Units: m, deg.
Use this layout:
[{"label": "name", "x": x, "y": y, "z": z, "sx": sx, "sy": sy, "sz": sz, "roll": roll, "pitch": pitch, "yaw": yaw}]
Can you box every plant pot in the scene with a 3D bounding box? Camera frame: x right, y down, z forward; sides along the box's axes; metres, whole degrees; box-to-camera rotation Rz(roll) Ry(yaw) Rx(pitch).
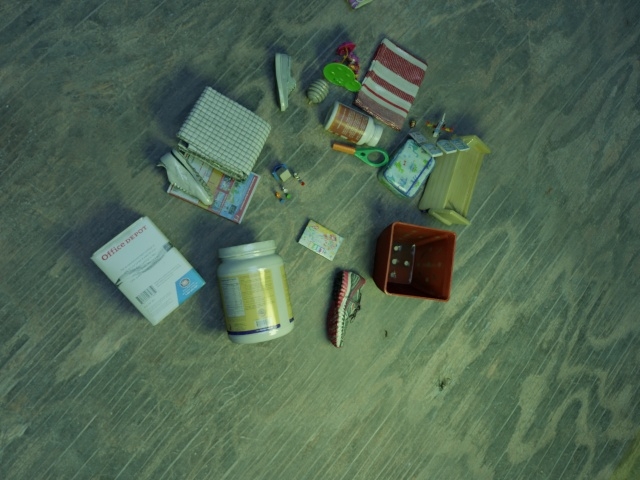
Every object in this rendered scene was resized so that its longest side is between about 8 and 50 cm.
[{"label": "plant pot", "x": 0.339, "y": 0.085, "z": 1.763, "sx": 0.268, "sy": 0.236, "sz": 0.267, "roll": 9, "pitch": 85, "yaw": -15}]

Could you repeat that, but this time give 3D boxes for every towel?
[{"label": "towel", "x": 0.298, "y": -0.654, "z": 1.881, "sx": 0.237, "sy": 0.037, "sz": 0.328, "roll": 26, "pitch": 81, "yaw": -14}, {"label": "towel", "x": -0.350, "y": -0.377, "z": 1.632, "sx": 0.284, "sy": 0.121, "sz": 0.234, "roll": 27, "pitch": 73, "yaw": -15}]

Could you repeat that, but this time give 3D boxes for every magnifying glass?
[{"label": "magnifying glass", "x": 0.162, "y": -0.352, "z": 1.815, "sx": 0.231, "sy": 0.092, "sz": 0.026, "roll": 15, "pitch": 55, "yaw": -4}]

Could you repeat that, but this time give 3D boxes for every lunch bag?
[{"label": "lunch bag", "x": 0.361, "y": -0.293, "z": 1.861, "sx": 0.176, "sy": 0.090, "sz": 0.219, "roll": 40, "pitch": 79, "yaw": -14}]

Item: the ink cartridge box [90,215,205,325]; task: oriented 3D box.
[{"label": "ink cartridge box", "x": -0.584, "y": 0.101, "z": 1.554, "sx": 0.223, "sy": 0.129, "sz": 0.307, "roll": -41, "pitch": 99, "yaw": -13}]

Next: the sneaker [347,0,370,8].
[{"label": "sneaker", "x": 0.093, "y": -1.017, "z": 1.804, "sx": 0.283, "sy": 0.102, "sz": 0.160, "roll": -6, "pitch": 93, "yaw": -16}]

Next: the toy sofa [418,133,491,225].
[{"label": "toy sofa", "x": 0.566, "y": -0.254, "z": 1.903, "sx": 0.150, "sy": 0.177, "sz": 0.362, "roll": 23, "pitch": 81, "yaw": -39}]

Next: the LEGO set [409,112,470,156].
[{"label": "LEGO set", "x": 0.471, "y": -0.439, "z": 1.839, "sx": 0.183, "sy": 0.060, "sz": 0.244, "roll": -14, "pitch": 47, "yaw": -17}]

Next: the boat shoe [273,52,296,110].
[{"label": "boat shoe", "x": -0.132, "y": -0.611, "z": 1.734, "sx": 0.081, "sy": 0.079, "sz": 0.227, "roll": -4, "pitch": 86, "yaw": -12}]

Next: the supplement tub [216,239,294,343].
[{"label": "supplement tub", "x": -0.233, "y": 0.175, "z": 1.594, "sx": 0.241, "sy": 0.241, "sz": 0.330, "roll": -10, "pitch": 90, "yaw": -16}]

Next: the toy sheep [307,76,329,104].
[{"label": "toy sheep", "x": -0.013, "y": -0.581, "z": 1.763, "sx": 0.091, "sy": 0.091, "sz": 0.132, "roll": 28, "pitch": 81, "yaw": -13}]

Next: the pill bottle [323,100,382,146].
[{"label": "pill bottle", "x": 0.130, "y": -0.453, "z": 1.781, "sx": 0.216, "sy": 0.121, "sz": 0.121, "roll": 21, "pitch": 82, "yaw": -14}]

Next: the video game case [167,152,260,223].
[{"label": "video game case", "x": -0.392, "y": -0.209, "z": 1.674, "sx": 0.285, "sy": 0.025, "sz": 0.203, "roll": 24, "pitch": 81, "yaw": -13}]

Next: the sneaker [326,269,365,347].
[{"label": "sneaker", "x": 0.102, "y": 0.270, "z": 1.750, "sx": 0.112, "sy": 0.121, "sz": 0.298, "roll": 14, "pitch": 84, "yaw": -17}]

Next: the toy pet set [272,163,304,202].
[{"label": "toy pet set", "x": -0.143, "y": -0.230, "z": 1.741, "sx": 0.122, "sy": 0.065, "sz": 0.114, "roll": -41, "pitch": 134, "yaw": -10}]

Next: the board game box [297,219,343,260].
[{"label": "board game box", "x": 0.000, "y": 0.000, "z": 1.778, "sx": 0.154, "sy": 0.026, "sz": 0.103, "roll": 29, "pitch": 81, "yaw": -13}]

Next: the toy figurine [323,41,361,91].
[{"label": "toy figurine", "x": 0.112, "y": -0.710, "z": 1.800, "sx": 0.173, "sy": 0.130, "sz": 0.159, "roll": 27, "pitch": 71, "yaw": -28}]

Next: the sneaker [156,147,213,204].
[{"label": "sneaker", "x": -0.475, "y": -0.211, "z": 1.603, "sx": 0.095, "sy": 0.090, "sz": 0.235, "roll": -38, "pitch": 95, "yaw": -1}]
